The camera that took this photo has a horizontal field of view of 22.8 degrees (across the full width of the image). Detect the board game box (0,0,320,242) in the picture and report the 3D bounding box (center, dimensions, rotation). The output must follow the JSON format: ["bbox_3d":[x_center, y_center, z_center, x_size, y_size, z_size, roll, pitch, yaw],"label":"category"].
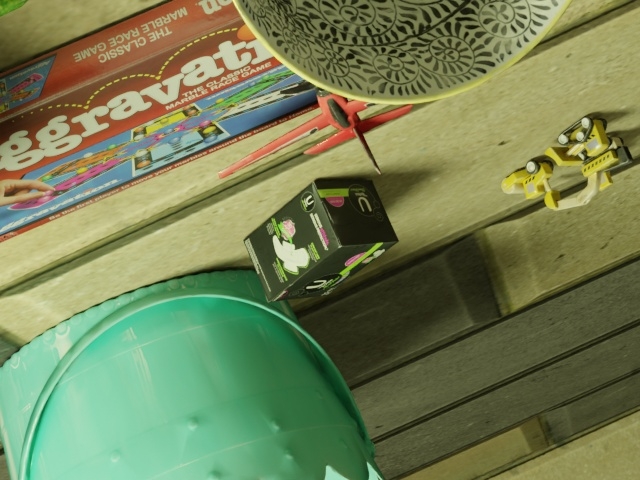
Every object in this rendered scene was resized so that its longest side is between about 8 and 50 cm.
[{"bbox_3d":[-0.083,-0.075,0.826,0.281,0.027,0.145,-23,161,-1],"label":"board game box"}]

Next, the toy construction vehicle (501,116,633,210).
[{"bbox_3d":[0.194,-0.054,1.209,0.098,0.035,0.086,-36,158,33],"label":"toy construction vehicle"}]

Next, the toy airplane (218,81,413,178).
[{"bbox_3d":[0.017,-0.069,0.876,0.151,0.028,0.151,-20,163,-6],"label":"toy airplane"}]

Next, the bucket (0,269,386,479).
[{"bbox_3d":[-0.107,0.155,1.194,0.281,0.183,0.281,-22,162,-7],"label":"bucket"}]

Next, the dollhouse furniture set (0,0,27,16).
[{"bbox_3d":[-0.072,-0.166,0.419,0.301,0.151,0.197,-28,-158,-15],"label":"dollhouse furniture set"}]

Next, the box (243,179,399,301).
[{"bbox_3d":[0.000,0.000,1.097,0.062,0.052,0.083,-5,156,-45],"label":"box"}]

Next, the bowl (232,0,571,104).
[{"bbox_3d":[0.022,-0.145,0.626,0.170,0.170,0.080,-17,-155,-19],"label":"bowl"}]
